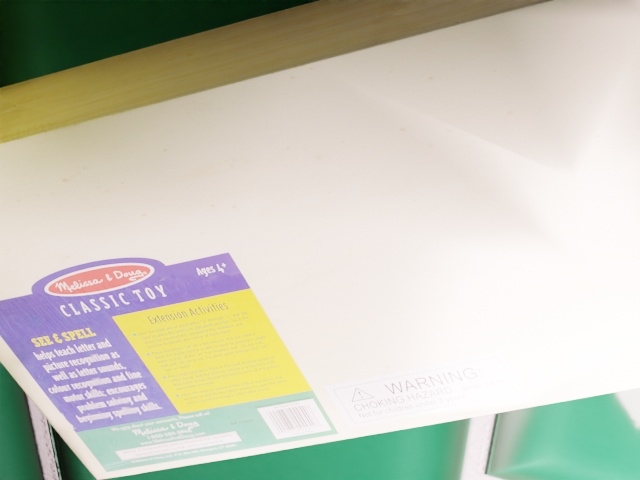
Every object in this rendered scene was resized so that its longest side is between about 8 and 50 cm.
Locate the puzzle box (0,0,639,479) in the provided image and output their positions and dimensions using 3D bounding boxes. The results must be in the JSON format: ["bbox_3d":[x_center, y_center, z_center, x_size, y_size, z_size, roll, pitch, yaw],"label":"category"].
[{"bbox_3d":[0.000,0.000,0.878,0.409,0.052,0.272,-12,134,19],"label":"puzzle box"}]
